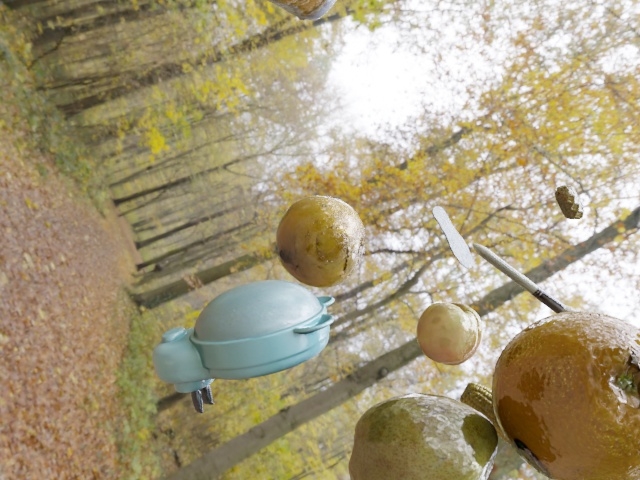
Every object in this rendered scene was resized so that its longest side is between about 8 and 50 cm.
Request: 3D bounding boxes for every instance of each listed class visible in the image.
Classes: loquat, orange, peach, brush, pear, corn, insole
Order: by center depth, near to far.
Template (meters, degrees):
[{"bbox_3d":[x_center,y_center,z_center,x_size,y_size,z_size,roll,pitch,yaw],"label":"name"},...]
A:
[{"bbox_3d":[0.399,0.235,0.807,0.274,0.274,0.274,57,-20,35],"label":"orange"},{"bbox_3d":[0.153,0.334,0.818,0.211,0.228,0.188,13,-65,22],"label":"pear"},{"bbox_3d":[0.393,0.377,1.096,0.231,0.080,0.080,33,-33,26],"label":"corn"},{"bbox_3d":[0.432,0.095,1.109,0.299,0.039,0.042,35,27,-3],"label":"brush"},{"bbox_3d":[0.000,0.000,1.326,0.235,0.235,0.235,57,-20,35],"label":"loquat"},{"bbox_3d":[0.358,-0.010,1.446,0.006,0.065,0.193,-46,-114,49],"label":"insole"},{"bbox_3d":[0.351,0.255,1.467,0.184,0.184,0.184,57,-20,35],"label":"peach"}]

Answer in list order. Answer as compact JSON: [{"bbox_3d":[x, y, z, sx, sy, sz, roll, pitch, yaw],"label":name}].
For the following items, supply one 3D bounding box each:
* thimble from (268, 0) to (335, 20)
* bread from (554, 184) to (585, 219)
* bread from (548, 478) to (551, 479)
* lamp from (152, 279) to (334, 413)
[{"bbox_3d":[-0.040,-0.366,0.676,0.127,0.118,0.151,-44,-105,28],"label":"thimble"},{"bbox_3d":[0.721,-0.115,1.552,0.110,0.060,0.066,48,22,-25],"label":"bread"},{"bbox_3d":[0.723,0.593,1.288,0.263,0.236,0.198,39,-11,35],"label":"bread"},{"bbox_3d":[-0.116,0.146,0.814,0.147,0.284,0.209,59,5,-2],"label":"lamp"}]
